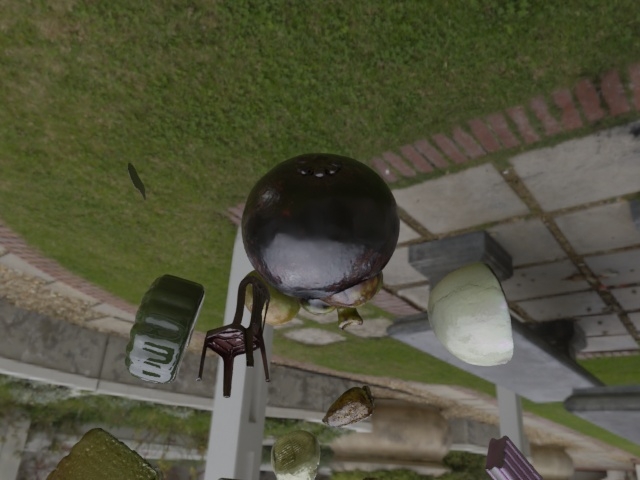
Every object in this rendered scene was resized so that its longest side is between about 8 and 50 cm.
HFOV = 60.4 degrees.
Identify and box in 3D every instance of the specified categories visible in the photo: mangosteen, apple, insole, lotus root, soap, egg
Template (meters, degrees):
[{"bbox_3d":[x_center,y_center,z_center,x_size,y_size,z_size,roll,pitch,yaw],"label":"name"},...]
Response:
[{"bbox_3d":[0.003,-0.014,1.032,0.297,0.297,0.313,-1,150,10],"label":"mangosteen"},{"bbox_3d":[-0.198,0.221,2.246,0.194,0.261,0.261,-41,138,17],"label":"apple"},{"bbox_3d":[-0.506,-0.162,1.518,0.004,0.064,0.188,-8,162,-6],"label":"insole"},{"bbox_3d":[0.083,0.531,1.713,0.190,0.094,0.108,-37,103,9],"label":"lotus root"},{"bbox_3d":[0.572,0.689,1.617,0.065,0.122,0.203,-30,105,37],"label":"soap"},{"bbox_3d":[0.428,0.232,1.640,0.201,0.337,0.337,-13,154,1],"label":"egg"}]

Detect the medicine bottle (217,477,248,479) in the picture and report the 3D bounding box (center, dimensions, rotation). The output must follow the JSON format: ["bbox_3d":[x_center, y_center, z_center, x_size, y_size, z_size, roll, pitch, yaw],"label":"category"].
[{"bbox_3d":[-0.245,0.839,1.818,0.061,0.092,0.220,-45,134,15],"label":"medicine bottle"}]

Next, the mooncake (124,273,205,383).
[{"bbox_3d":[-0.510,0.284,1.800,0.187,0.351,0.351,20,153,-5],"label":"mooncake"}]

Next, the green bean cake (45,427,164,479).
[{"bbox_3d":[-0.532,0.610,1.342,0.236,0.233,0.124,33,158,8],"label":"green bean cake"}]

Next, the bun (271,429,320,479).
[{"bbox_3d":[-0.090,0.852,2.124,0.229,0.229,0.145,-13,120,32],"label":"bun"}]

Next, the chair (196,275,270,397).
[{"bbox_3d":[-0.259,0.291,1.717,0.183,0.326,0.175,-20,137,17],"label":"chair"}]

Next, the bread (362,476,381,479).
[{"bbox_3d":[0.089,0.695,1.422,0.098,0.087,0.269,-11,143,-38],"label":"bread"}]
